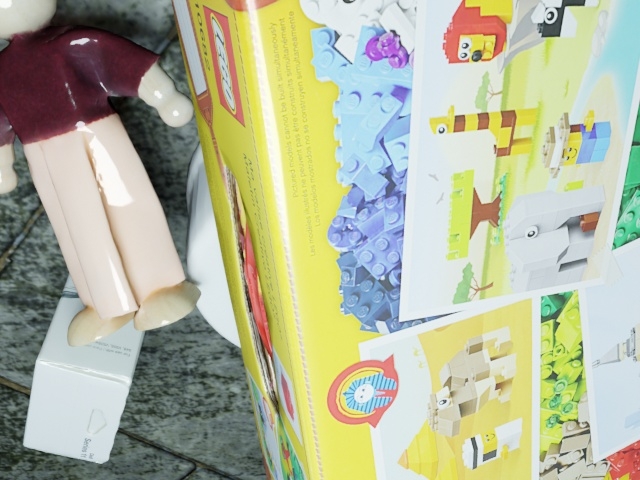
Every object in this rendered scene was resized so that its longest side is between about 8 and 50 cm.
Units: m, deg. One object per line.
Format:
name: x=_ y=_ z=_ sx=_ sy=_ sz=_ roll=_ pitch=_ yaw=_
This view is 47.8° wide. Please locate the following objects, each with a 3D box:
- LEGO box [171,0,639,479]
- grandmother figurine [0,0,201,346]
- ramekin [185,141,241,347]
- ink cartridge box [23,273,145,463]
LEGO box: x=0.126 y=-0.008 z=0.512 sx=0.372 sy=0.193 sz=0.500 roll=-16 pitch=118 yaw=-15
grandmother figurine: x=-0.200 y=-0.091 z=0.579 sx=0.208 sy=0.104 sz=0.342 roll=-17 pitch=104 yaw=9
ramekin: x=0.000 y=0.000 z=0.706 sx=0.277 sy=0.135 sz=0.277 roll=0 pitch=132 yaw=0
ink cartridge box: x=-0.227 y=0.096 z=0.741 sx=0.087 sy=0.208 sz=0.153 roll=15 pitch=130 yaw=-13
